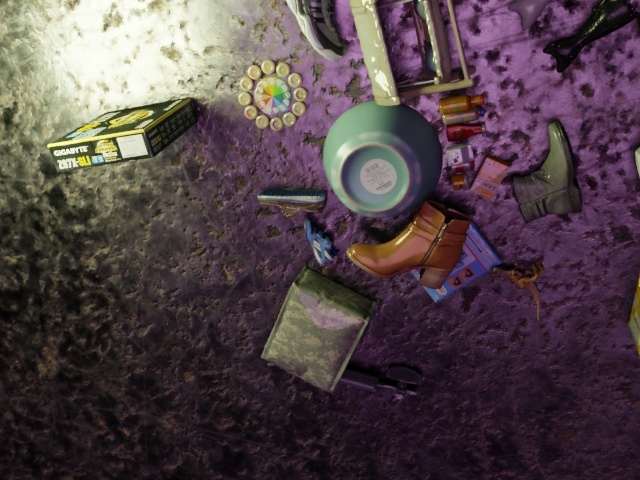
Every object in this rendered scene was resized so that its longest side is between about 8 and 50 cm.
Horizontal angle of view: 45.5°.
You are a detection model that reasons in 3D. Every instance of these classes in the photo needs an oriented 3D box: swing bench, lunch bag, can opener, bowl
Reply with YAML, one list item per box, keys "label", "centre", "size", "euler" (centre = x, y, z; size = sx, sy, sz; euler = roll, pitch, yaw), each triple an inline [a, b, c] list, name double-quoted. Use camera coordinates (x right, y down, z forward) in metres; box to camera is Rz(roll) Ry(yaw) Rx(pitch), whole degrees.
- label: "swing bench"
  centre: [0.209, -0.464, 1.766]
  size: [0.255, 0.165, 0.253]
  euler: [-12, 110, 17]
- label: "lunch bag"
  centre: [-0.011, 0.260, 2.110]
  size: [0.235, 0.169, 0.287]
  euler: [26, 111, 3]
- label: "can opener"
  centre: [0.148, 0.395, 2.199]
  size: [0.281, 0.074, 0.093]
  euler: [9, 79, 6]
- label: "bowl"
  centre: [0.143, -0.180, 1.900]
  size: [0.312, 0.163, 0.311]
  euler: [5, 113, 11]

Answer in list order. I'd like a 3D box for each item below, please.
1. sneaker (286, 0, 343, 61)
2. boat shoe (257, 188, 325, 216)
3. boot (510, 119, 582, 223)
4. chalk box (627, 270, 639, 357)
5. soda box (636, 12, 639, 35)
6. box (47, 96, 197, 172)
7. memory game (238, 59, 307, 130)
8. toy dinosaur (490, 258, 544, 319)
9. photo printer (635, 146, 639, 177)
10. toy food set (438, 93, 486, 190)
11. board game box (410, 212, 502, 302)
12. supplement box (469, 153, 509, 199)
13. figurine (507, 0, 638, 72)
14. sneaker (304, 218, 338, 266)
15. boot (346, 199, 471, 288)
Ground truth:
- label: "sneaker"
  centre: [0.014, -0.566, 1.797]
  size: [0.153, 0.101, 0.268]
  euler: [-26, 102, 23]
- label: "boat shoe"
  centre: [-0.079, -0.097, 2.032]
  size: [0.183, 0.066, 0.066]
  euler: [3, 114, 11]
- label: "boot"
  centre: [0.542, -0.162, 1.872]
  size: [0.161, 0.083, 0.246]
  euler: [-10, 109, 22]
- label: "chalk box"
  centre: [0.936, 0.191, 1.878]
  size: [0.289, 0.180, 0.179]
  euler: [7, 113, 10]
- label: "soda box"
  centre: [0.802, -0.496, 1.687]
  size: [0.181, 0.058, 0.061]
  euler: [-13, 109, 17]
- label: "box"
  centre: [-0.483, -0.268, 1.905]
  size: [0.257, 0.322, 0.079]
  euler: [-8, 112, 16]
- label: "memory game"
  centre: [-0.123, -0.371, 1.957]
  size: [0.186, 0.012, 0.186]
  euler: [4, 113, 10]
- label: "toy dinosaur"
  centre: [0.540, 0.107, 2.004]
  size: [0.211, 0.064, 0.112]
  euler: [35, 127, -17]
- label: "photo printer"
  centre: [0.912, -0.174, 1.771]
  size: [0.308, 0.107, 0.256]
  euler: [-29, 104, 21]
- label: "toy food set"
  centre: [0.359, -0.244, 1.854]
  size: [0.105, 0.111, 0.232]
  euler: [-8, 108, 15]
- label: "board game box"
  centre: [0.346, 0.048, 2.019]
  size: [0.211, 0.039, 0.160]
  euler: [-35, 102, 22]
- label: "supplement box"
  centre: [0.424, -0.160, 1.917]
  size: [0.062, 0.036, 0.098]
  euler: [24, 115, 2]
- label: "figurine"
  centre: [0.560, -0.519, 1.717]
  size: [0.215, 0.092, 0.209]
  euler: [46, 118, -8]
- label: "sneaker"
  centre: [0.000, 0.000, 2.066]
  size: [0.059, 0.053, 0.144]
  euler: [-19, 116, 19]
- label: "boot"
  centre: [0.226, -0.003, 1.932]
  size: [0.284, 0.109, 0.220]
  euler: [18, 121, -2]
